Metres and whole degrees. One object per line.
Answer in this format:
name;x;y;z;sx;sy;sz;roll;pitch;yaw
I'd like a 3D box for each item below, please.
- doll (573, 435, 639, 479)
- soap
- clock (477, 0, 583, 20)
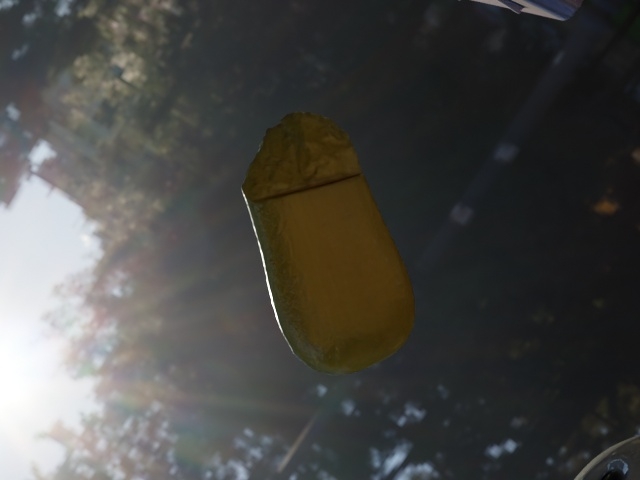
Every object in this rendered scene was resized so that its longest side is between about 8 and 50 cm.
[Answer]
doll;0.097;0.174;0.605;0.119;0.278;0.154;45;-131;-15
soap;0.000;0.000;0.859;0.168;0.089;0.033;68;160;4
clock;0.129;-0.225;0.891;0.063;0.150;0.197;23;-174;-20
